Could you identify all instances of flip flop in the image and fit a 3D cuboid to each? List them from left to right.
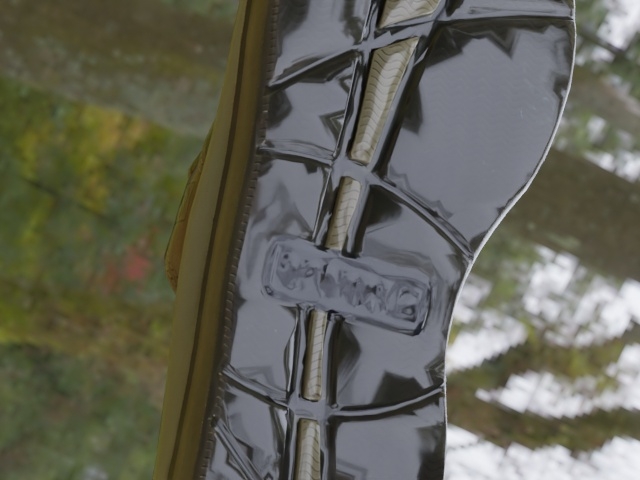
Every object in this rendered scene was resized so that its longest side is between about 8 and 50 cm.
[{"bbox_3d":[0.000,0.000,0.565,0.080,0.112,0.277,-6,-112,56],"label":"flip flop"}]
